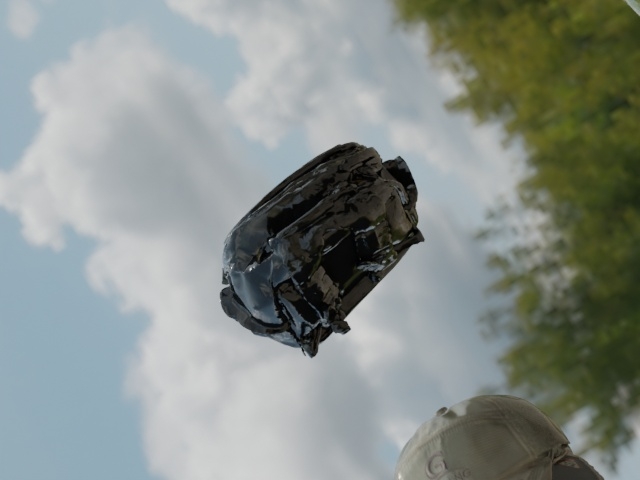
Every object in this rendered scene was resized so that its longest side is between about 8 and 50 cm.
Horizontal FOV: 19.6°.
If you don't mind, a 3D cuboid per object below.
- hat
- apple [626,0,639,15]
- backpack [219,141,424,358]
[{"bbox_3d":[0.145,0.255,1.773,0.161,0.232,0.275,38,-155,-7],"label":"hat"},{"bbox_3d":[0.276,-0.224,1.232,0.188,0.207,0.174,33,-148,3],"label":"apple"},{"bbox_3d":[0.000,0.000,1.603,0.133,0.206,0.258,46,174,14],"label":"backpack"}]
